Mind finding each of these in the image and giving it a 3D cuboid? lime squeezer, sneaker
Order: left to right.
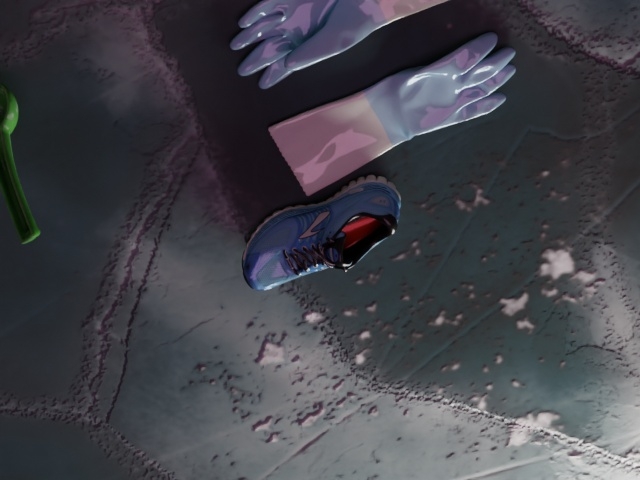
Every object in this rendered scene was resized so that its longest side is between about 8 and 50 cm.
[{"bbox_3d":[-0.316,-0.131,1.478,0.059,0.110,0.310,-35,90,32],"label":"lime squeezer"},{"bbox_3d":[0.000,0.000,1.612,0.162,0.073,0.063,-30,121,10],"label":"sneaker"}]

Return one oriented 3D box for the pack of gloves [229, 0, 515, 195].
[{"bbox_3d":[0.051,-0.152,1.544,0.232,0.046,0.195,-25,121,8],"label":"pack of gloves"}]
